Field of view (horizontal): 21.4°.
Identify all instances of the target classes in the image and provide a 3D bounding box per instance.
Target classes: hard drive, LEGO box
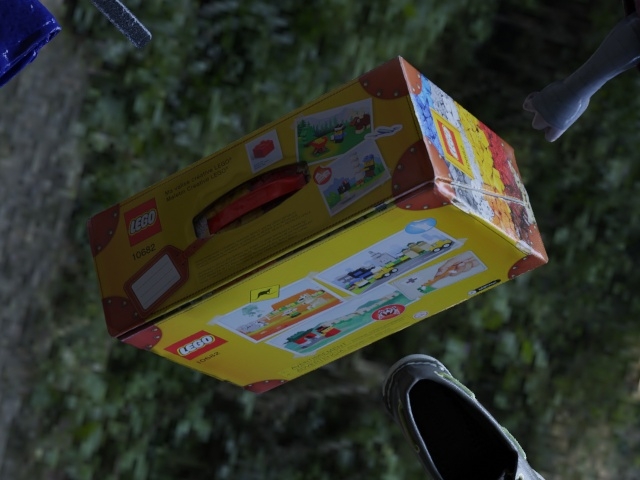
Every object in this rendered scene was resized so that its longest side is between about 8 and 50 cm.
[{"bbox_3d":[-0.228,-0.252,1.681,0.022,0.094,0.135,-45,-130,-1],"label":"hard drive"},{"bbox_3d":[0.000,0.000,2.308,0.500,0.372,0.193,-26,-118,21],"label":"LEGO box"}]

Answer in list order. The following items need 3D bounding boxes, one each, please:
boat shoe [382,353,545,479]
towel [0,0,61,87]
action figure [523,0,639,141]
[{"bbox_3d":[0.177,0.260,1.859,0.109,0.305,0.091,-38,-176,-1],"label":"boat shoe"},{"bbox_3d":[-0.506,-0.301,2.126,0.228,0.308,0.076,-40,176,-18],"label":"towel"},{"bbox_3d":[0.249,-0.195,1.113,0.248,0.370,0.275,-14,136,-52],"label":"action figure"}]
